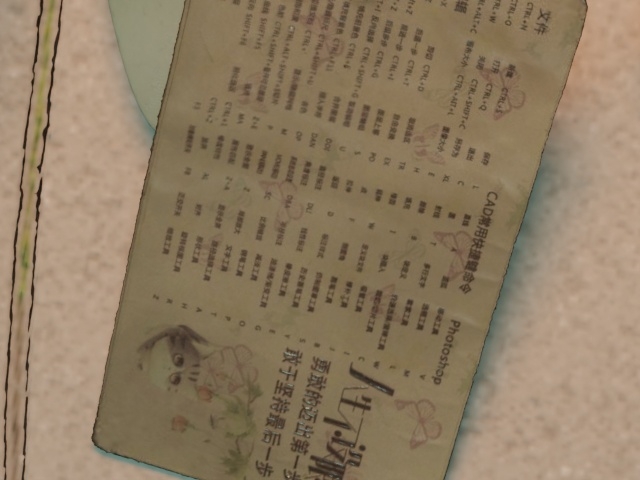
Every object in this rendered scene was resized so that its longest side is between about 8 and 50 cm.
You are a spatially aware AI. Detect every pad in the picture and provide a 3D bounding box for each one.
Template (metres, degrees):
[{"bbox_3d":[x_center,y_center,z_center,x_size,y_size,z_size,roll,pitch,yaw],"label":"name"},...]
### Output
[{"bbox_3d":[0.000,0.000,0.832,0.160,0.009,0.265,17,113,6],"label":"pad"}]

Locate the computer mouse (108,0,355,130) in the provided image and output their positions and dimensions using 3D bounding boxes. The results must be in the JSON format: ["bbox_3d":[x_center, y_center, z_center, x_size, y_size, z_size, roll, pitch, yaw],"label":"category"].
[{"bbox_3d":[-0.021,-0.176,0.824,0.160,0.097,0.288,-4,92,6],"label":"computer mouse"}]
